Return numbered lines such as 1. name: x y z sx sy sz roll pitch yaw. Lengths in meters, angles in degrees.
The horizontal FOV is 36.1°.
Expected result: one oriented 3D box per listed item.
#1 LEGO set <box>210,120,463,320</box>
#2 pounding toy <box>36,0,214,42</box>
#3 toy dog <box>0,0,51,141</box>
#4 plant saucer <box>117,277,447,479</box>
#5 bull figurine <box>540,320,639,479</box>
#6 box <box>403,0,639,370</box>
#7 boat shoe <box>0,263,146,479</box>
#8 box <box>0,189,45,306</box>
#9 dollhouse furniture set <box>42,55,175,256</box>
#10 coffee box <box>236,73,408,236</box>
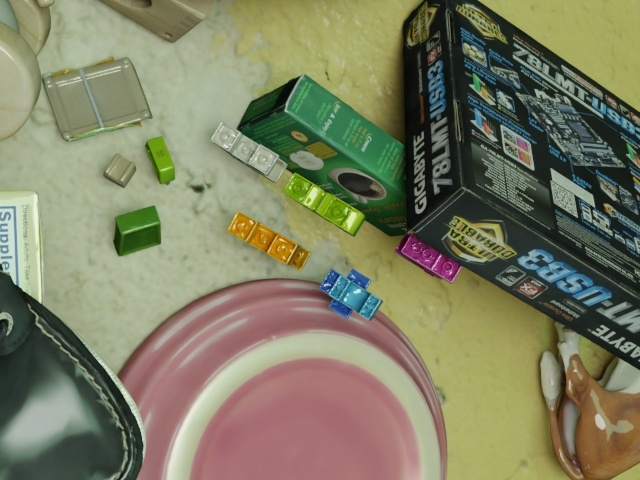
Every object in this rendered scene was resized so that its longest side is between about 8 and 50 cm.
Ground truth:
1. LEGO set: 0.000 0.000 0.823 0.227 0.093 0.087 32 89 10
2. pounding toy: -0.177 -0.243 0.758 0.206 0.094 0.181 29 75 -22
3. toy dog: -0.328 -0.188 0.657 0.161 0.220 0.334 -35 97 11
4. plant saucer: -0.024 0.198 0.831 0.332 0.084 0.332 0 89 -26
5. bull figurine: 0.354 0.127 1.001 0.310 0.101 0.188 -24 95 -26
6. box: 0.206 -0.059 0.866 0.295 0.073 0.293 28 39 -23
7. boat shoe: -0.220 0.043 0.488 0.340 0.113 0.127 45 72 -19
8. box: -0.316 0.032 0.624 0.243 0.213 0.117 -2 90 -25
9. dollhouse furniture set: -0.167 -0.070 0.802 0.076 0.058 0.152 -19 78 -17
10. coffee box: 0.027 -0.067 0.844 0.184 0.113 0.040 33 73 -20
